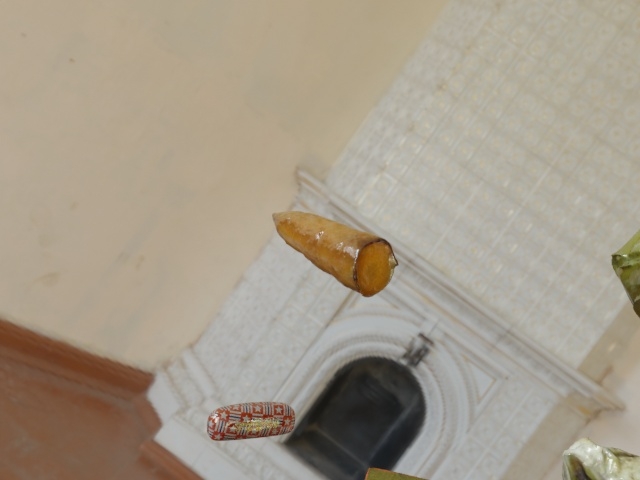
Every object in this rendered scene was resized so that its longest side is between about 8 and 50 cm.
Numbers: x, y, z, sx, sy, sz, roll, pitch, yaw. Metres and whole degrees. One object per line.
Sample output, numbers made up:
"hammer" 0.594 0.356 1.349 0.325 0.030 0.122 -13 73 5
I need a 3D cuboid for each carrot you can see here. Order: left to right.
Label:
"carrot" 0.000 0.000 0.995 0.205 0.072 0.072 27 -2 43

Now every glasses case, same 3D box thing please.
"glasses case" -0.143 0.384 1.721 0.194 0.073 0.049 0 10 -24

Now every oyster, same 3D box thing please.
"oyster" 0.382 0.335 0.839 0.275 0.100 0.271 26 -31 36

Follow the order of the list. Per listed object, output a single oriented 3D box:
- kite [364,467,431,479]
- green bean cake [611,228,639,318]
"kite" 0.238 0.663 1.961 0.377 0.327 0.013 51 24 -20
"green bean cake" 0.697 0.095 1.463 0.285 0.202 0.310 53 -16 0
